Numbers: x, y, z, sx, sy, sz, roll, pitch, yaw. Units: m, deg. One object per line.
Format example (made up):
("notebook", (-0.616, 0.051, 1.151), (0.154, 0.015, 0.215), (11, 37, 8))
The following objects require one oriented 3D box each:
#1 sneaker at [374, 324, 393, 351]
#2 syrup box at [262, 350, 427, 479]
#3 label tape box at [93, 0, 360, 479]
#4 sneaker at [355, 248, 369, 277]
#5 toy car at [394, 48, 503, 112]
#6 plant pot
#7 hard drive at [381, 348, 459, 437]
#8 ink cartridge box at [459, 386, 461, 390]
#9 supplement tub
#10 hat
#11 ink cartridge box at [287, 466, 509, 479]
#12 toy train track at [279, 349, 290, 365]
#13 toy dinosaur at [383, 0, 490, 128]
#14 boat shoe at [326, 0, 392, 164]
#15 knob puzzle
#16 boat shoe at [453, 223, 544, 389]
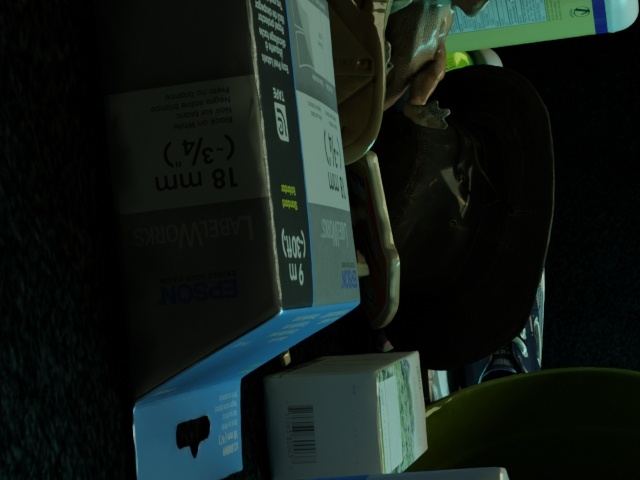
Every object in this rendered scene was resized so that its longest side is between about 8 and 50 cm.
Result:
("sneaker", (0.081, 0.070, 1.736), (0.047, 0.057, 0.119), (81, 32, -68))
("syrup box", (0.027, 0.149, 1.293), (0.237, 0.096, 0.093), (1, 85, -79))
("label tape box", (-0.049, -0.007, 0.983), (0.240, 0.106, 0.333), (4, 80, -78))
("sneaker", (0.000, 0.000, 1.317), (0.188, 0.066, 0.071), (9, 75, -79))
("toy car", (0.167, -0.192, 2.110), (0.136, 0.159, 0.182), (39, -32, 54))
("plant pot", (0.263, 0.373, 1.616), (0.366, 0.366, 0.353), (-66, 146, -68))
("hard drive", (0.121, 0.097, 1.871), (0.237, 0.064, 0.339), (52, 34, -68))
("ink cartridge box", (0.221, 0.318, 2.178), (0.203, 0.086, 0.148), (68, 20, -56))
("supplement tub", (0.181, -0.335, 1.714), (0.241, 0.331, 0.241), (-6, 90, -78))
("hat", (0.102, -0.033, 1.588), (0.134, 0.331, 0.331), (10, 69, -37))
("ink cartridge box", (0.048, 0.321, 1.056), (0.197, 0.198, 0.270), (65, 23, -60))
("toy train track", (-0.023, 0.078, 1.296), (0.083, 0.014, 0.048), (-77, 158, -56))
("toy dinosaur", (0.097, -0.231, 1.540), (0.200, 0.127, 0.295), (-105, -143, -65))
("boat shoe", (0.011, -0.239, 1.330), (0.110, 0.122, 0.341), (-132, -129, -75))
("knob puzzle", (0.029, -0.003, 1.433), (0.213, 0.030, 0.213), (164, -90, -77))
("boat shoe", (0.228, 0.099, 1.898), (0.158, 0.127, 0.340), (-65, 148, -82))
